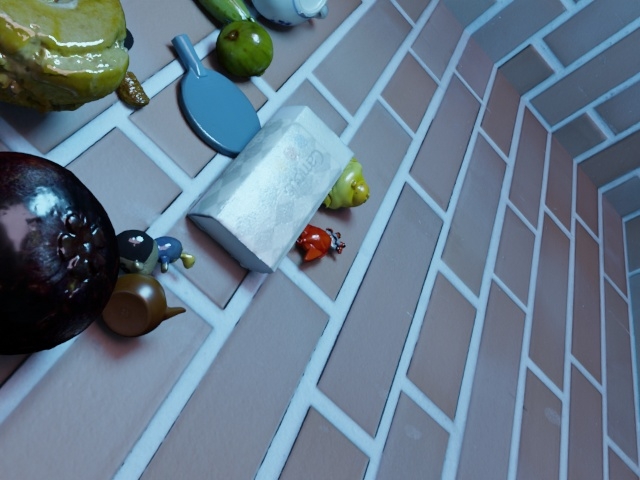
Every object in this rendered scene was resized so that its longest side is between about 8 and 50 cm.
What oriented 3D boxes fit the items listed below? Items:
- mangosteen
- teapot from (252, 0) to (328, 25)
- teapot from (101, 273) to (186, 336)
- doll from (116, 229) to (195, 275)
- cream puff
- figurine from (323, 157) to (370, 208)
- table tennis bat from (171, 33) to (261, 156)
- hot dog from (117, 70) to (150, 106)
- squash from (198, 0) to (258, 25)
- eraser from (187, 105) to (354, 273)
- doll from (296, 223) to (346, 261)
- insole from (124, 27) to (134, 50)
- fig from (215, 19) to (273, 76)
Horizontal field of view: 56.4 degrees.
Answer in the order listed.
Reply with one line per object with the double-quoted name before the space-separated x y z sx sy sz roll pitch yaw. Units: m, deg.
"mangosteen" -0.446 0.023 0.847 0.297 0.293 0.297 -14 90 -87
"teapot" -0.113 -0.769 1.743 0.280 0.252 0.424 33 6 30
"teapot" -0.322 0.103 1.040 0.173 0.116 0.116 19 47 -1
"doll" -0.318 0.028 1.105 0.102 0.089 0.179 32 9 40
"cream puff" -0.508 -0.370 1.060 0.343 0.231 0.327 46 40 -11
"figurine" 0.023 -0.168 1.547 0.246 0.131 0.156 40 77 -20
"table tennis bat" -0.260 -0.348 1.445 0.215 0.044 0.329 -31 90 -49
"hot dog" -0.404 -0.322 1.286 0.058 0.035 0.083 -27 85 -50
"squash" -0.283 -0.656 1.586 0.341 0.094 0.094 48 40 -4
"eraser" -0.098 -0.130 1.352 0.213 0.082 0.397 43 56 -14
"doll" 0.000 0.000 1.457 0.169 0.057 0.109 -4 65 -45
"insole" -0.562 -0.526 1.286 0.348 0.009 0.119 33 47 -25
"fig" -0.193 -0.479 1.552 0.142 0.186 0.148 -31 58 -9
